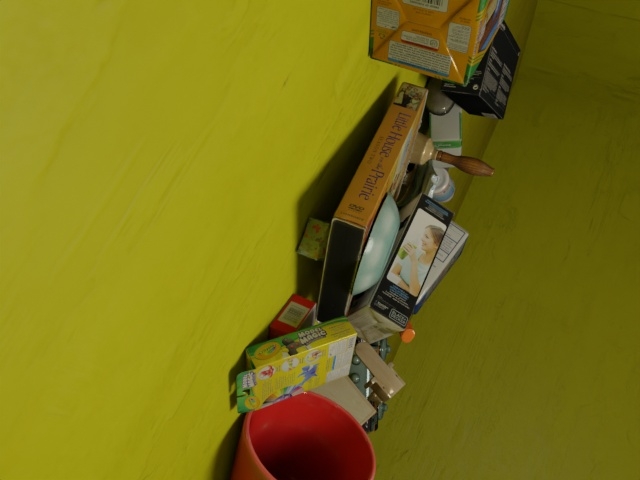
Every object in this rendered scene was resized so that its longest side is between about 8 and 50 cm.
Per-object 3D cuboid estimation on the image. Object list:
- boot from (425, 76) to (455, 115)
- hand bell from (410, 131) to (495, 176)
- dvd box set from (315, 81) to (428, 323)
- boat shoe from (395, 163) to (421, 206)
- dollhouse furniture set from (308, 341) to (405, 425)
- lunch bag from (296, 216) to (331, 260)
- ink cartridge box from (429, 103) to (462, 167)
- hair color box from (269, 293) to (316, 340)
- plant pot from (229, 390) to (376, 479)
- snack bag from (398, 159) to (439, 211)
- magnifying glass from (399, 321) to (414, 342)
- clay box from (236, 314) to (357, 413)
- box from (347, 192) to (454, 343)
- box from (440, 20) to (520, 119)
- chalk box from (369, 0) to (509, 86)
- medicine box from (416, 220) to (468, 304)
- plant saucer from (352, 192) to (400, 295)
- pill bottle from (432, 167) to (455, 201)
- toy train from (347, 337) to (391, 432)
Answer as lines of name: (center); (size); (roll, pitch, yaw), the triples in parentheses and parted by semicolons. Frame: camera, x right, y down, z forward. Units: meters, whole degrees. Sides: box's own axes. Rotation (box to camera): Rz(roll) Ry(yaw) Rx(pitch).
boot: (0.300, -0.444, 1.334); (0.161, 0.083, 0.246); (30, 76, -66)
hand bell: (0.289, -0.195, 1.297); (0.126, 0.242, 0.126); (-56, 160, -33)
dvd box set: (0.103, -0.072, 1.084); (0.308, 0.062, 0.420); (99, 14, -49)
boat shoe: (0.217, -0.177, 1.422); (0.066, 0.066, 0.183); (-2, 114, -55)
dollhouse furniture set: (0.004, 0.434, 1.423); (0.303, 0.174, 0.355); (-33, 165, -30)
lunch bag: (0.000, 0.000, 0.987); (0.083, 0.053, 0.071); (10, 100, -65)
ink cartridge box: (0.350, -0.306, 1.533); (0.208, 0.087, 0.153); (45, 46, -71)
hair color box: (-0.055, 0.195, 1.058); (0.093, 0.053, 0.167); (-52, 155, -43)
plant pot: (-0.060, 0.472, 1.074); (0.275, 0.275, 0.243); (-31, 149, -63)
snack bag: (0.243, -0.066, 1.516); (0.342, 0.037, 0.323); (-73, -179, -70)
magnifying glass: (0.162, 0.153, 1.136); (0.092, 0.026, 0.231); (-56, -171, 10)
clay box: (-0.049, 0.220, 0.972); (0.222, 0.053, 0.127); (-14, 135, -22)
box: (0.157, 0.058, 1.147); (0.290, 0.087, 0.169); (-60, -173, -26)
box: (0.392, -0.415, 1.328); (0.261, 0.103, 0.184); (3, 104, -61)
chalk box: (0.222, -0.431, 0.916); (0.289, 0.180, 0.179); (-56, 159, -31)
medicine box: (0.342, 0.080, 1.835); (0.289, 0.149, 0.263); (-51, 164, -6)
plant saucer: (0.106, 0.013, 0.977); (0.195, 0.037, 0.195); (21, 90, -80)
pill bottle: (0.365, -0.168, 1.691); (0.087, 0.087, 0.160); (-67, 155, -2)
toy train: (0.125, 0.408, 1.625); (0.190, 0.142, 0.334); (25, 68, -71)
